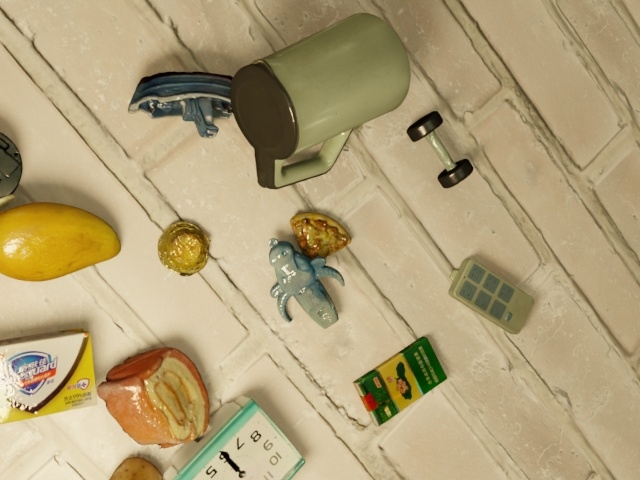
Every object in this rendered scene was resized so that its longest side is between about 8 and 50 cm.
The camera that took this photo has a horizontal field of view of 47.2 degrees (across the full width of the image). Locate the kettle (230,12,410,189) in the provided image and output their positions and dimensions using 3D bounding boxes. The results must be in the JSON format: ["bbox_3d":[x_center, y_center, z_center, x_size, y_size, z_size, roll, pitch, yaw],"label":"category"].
[{"bbox_3d":[-0.007,-0.313,1.735,0.376,0.250,0.361,-32,144,-34],"label":"kettle"}]

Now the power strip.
[{"bbox_3d":[0.472,0.156,2.015,0.270,0.046,0.118,32,77,-18],"label":"power strip"}]

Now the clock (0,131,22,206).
[{"bbox_3d":[-0.809,-0.179,1.497,0.379,0.120,0.276,39,71,-16],"label":"clock"}]

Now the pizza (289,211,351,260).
[{"bbox_3d":[0.000,-0.001,1.838,0.175,0.046,0.134,11,83,-21],"label":"pizza"}]

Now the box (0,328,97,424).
[{"bbox_3d":[-0.615,0.286,1.534,0.265,0.097,0.169,-5,94,-29],"label":"box"}]

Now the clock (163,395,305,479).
[{"bbox_3d":[-0.201,0.522,1.695,0.262,0.116,0.231,-44,115,-18],"label":"clock"}]

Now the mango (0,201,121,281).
[{"bbox_3d":[-0.575,0.005,1.559,0.316,0.119,0.177,-1,116,-36],"label":"mango"}]

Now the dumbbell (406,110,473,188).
[{"bbox_3d":[0.318,-0.240,1.946,0.100,0.100,0.191,-39,102,-19],"label":"dumbbell"}]

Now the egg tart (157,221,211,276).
[{"bbox_3d":[-0.315,0.018,1.712,0.130,0.052,0.131,2,84,-20],"label":"egg tart"}]

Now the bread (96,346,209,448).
[{"bbox_3d":[-0.351,0.358,1.627,0.244,0.123,0.190,60,39,-20],"label":"bread"}]

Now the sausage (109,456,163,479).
[{"bbox_3d":[-0.438,0.726,1.593,0.136,0.123,0.501,13,82,-49],"label":"sausage"}]

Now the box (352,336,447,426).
[{"bbox_3d":[0.209,0.365,1.908,0.235,0.034,0.132,-30,99,-20],"label":"box"}]

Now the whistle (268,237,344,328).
[{"bbox_3d":[-0.045,0.104,1.792,0.180,0.093,0.269,-35,101,5],"label":"whistle"}]

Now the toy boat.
[{"bbox_3d":[-0.290,-0.308,1.693,0.309,0.129,0.143,-3,75,-25],"label":"toy boat"}]
